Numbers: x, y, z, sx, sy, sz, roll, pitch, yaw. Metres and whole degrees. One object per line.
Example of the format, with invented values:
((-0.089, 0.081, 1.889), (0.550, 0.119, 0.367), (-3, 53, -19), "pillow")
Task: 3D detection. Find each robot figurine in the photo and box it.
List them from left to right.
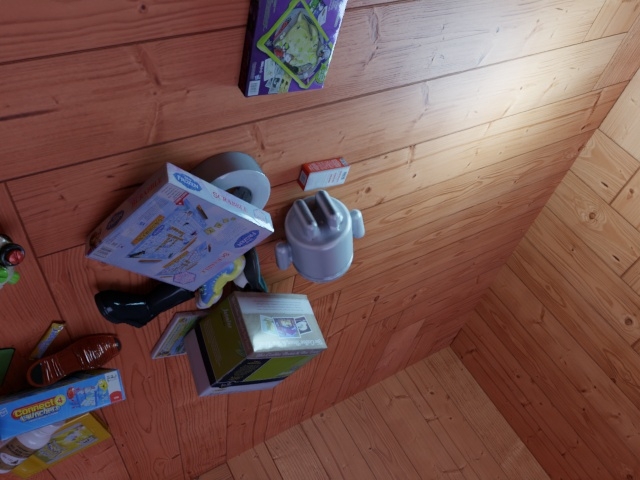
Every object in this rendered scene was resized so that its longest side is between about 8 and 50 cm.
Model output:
((0.000, 0.000, 1.655), (0.300, 0.200, 0.353), (-20, 148, -9), "robot figurine")

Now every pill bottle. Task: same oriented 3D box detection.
((-0.916, 0.600, 1.666), (0.229, 0.131, 0.131), (-37, 150, 3), "pill bottle")

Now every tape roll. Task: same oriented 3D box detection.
((-0.240, -0.119, 1.372), (0.219, 0.072, 0.219), (-26, 149, -17), "tape roll")

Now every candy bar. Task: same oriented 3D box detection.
((-0.753, 0.277, 1.479), (0.161, 0.018, 0.040), (-47, 148, 19), "candy bar")

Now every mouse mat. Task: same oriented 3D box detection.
((-0.915, 0.352, 1.434), (0.152, 0.007, 0.190), (0, 134, -46), "mouse mat")

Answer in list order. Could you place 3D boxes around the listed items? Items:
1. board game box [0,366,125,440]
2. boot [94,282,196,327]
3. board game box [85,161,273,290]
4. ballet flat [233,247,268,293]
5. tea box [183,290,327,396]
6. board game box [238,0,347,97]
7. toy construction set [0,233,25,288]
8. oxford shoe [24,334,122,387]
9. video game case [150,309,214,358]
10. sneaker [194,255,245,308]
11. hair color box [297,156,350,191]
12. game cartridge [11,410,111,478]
((-0.742, 0.444, 1.508), (0.302, 0.086, 0.308), (-12, 177, -35), "board game box")
((-0.475, 0.150, 1.494), (0.207, 0.094, 0.246), (-31, 157, 1), "boot")
((-0.337, -0.015, 1.305), (0.318, 0.066, 0.318), (-34, 141, 26), "board game box")
((-0.229, 0.120, 1.713), (0.096, 0.095, 0.280), (-17, 148, -7), "ballet flat")
((-0.219, 0.345, 1.800), (0.329, 0.220, 0.323), (10, 139, -47), "tea box")
((-0.048, -0.460, 1.102), (0.208, 0.056, 0.347), (-12, 143, -28), "board game box")
((-0.725, 0.054, 1.051), (0.215, 0.151, 0.328), (-56, 162, -13), "toy construction set")
((-0.717, 0.344, 1.563), (0.271, 0.097, 0.098), (-16, 175, -42), "oxford shoe")
((-0.445, 0.317, 1.841), (0.206, 0.026, 0.227), (2, 135, -47), "video game case")
((-0.336, 0.105, 1.608), (0.126, 0.091, 0.240), (25, 117, -36), "sneaker")
((0.009, -0.191, 1.549), (0.141, 0.043, 0.072), (-13, 144, -31), "hair color box")
((-0.933, 0.710, 1.888), (0.323, 0.053, 0.285), (-25, 149, -19), "game cartridge")
